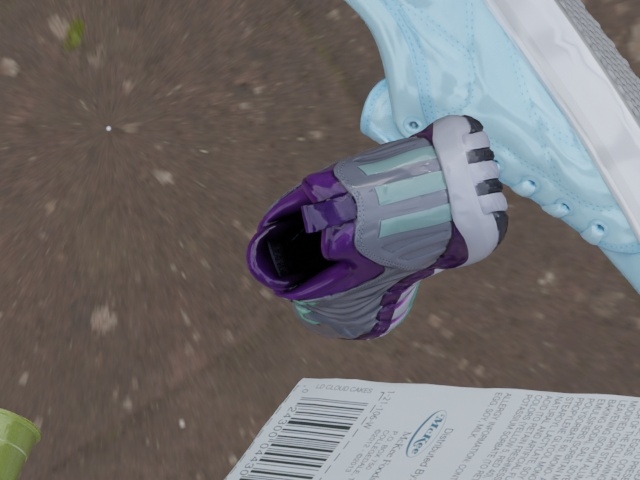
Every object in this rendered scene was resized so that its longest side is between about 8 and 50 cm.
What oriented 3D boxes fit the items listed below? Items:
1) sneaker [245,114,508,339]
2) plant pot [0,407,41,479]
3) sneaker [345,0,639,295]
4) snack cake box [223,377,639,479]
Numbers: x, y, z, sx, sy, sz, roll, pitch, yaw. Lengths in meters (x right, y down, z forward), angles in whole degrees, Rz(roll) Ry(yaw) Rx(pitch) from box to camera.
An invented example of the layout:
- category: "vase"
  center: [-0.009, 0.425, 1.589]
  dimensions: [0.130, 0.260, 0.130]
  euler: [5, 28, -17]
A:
- category: "sneaker"
  center: [0.000, 0.000, 0.828]
  dimensions: [0.098, 0.224, 0.083]
  euler: [-12, 77, -20]
- category: "plant pot"
  center: [-0.246, 0.165, 1.268]
  dimensions: [0.083, 0.083, 0.079]
  euler: [14, 63, -7]
- category: "sneaker"
  center: [0.111, -0.082, 1.115]
  dimensions: [0.150, 0.135, 0.366]
  euler: [-36, 88, 19]
- category: "snack cake box"
  center: [0.001, 0.151, 0.403]
  dimensions: [0.264, 0.152, 0.089]
  euler: [-51, 126, -35]
